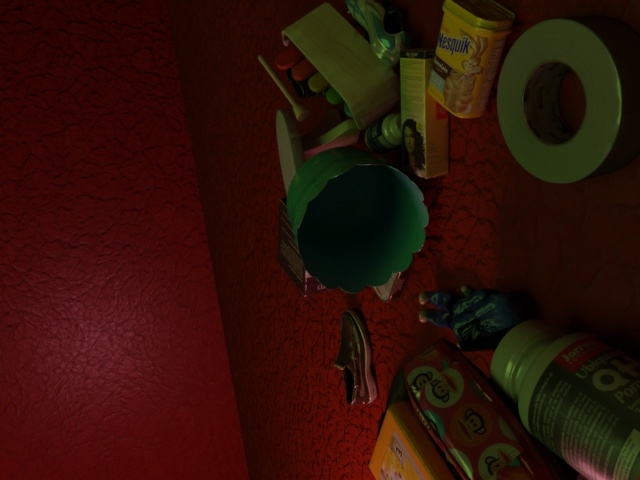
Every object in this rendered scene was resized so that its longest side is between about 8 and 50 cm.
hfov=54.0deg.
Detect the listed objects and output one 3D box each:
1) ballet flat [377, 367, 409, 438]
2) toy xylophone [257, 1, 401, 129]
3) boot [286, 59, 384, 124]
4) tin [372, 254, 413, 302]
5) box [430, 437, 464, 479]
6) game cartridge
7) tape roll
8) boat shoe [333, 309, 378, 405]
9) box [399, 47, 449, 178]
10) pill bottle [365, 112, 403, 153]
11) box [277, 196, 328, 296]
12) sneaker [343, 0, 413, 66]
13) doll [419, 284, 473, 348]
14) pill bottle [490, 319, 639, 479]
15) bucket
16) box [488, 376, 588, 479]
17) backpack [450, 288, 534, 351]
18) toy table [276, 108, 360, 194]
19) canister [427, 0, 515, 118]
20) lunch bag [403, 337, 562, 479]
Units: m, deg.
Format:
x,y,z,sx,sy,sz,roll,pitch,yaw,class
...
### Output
x,y,z,sx,sy,sz,roll,pitch,yaw,class
0.191,0.408,1.540,0.084,0.058,0.249,-75,-2,-55,ballet flat
0.012,-0.361,1.304,0.322,0.236,0.081,62,179,26,toy xylophone
0.025,-0.325,1.379,0.246,0.161,0.083,59,151,35,boot
0.160,0.064,1.445,0.189,0.040,0.106,102,150,-45,tin
0.289,0.505,1.335,0.180,0.078,0.147,-27,77,66,box
0.218,0.557,1.360,0.285,0.053,0.323,98,151,-42,game cartridge
0.343,-0.191,0.859,0.219,0.072,0.219,43,141,51,tape roll
0.083,0.317,1.670,0.095,0.095,0.257,-13,90,66,boat shoe
0.195,-0.239,1.177,0.087,0.058,0.232,30,129,59,box
0.145,-0.221,1.284,0.120,0.067,0.067,-17,87,66,pill bottle
0.000,0.000,1.596,0.167,0.169,0.203,47,143,47,box
0.116,-0.442,1.237,0.086,0.085,0.237,-46,53,32,sneaker
0.270,0.150,1.229,0.189,0.046,0.129,8,100,58,doll
0.387,0.234,0.853,0.318,0.176,0.176,35,134,56,pill bottle
0.065,-0.053,1.288,0.183,0.281,0.281,-118,25,-61,bucket
0.371,0.369,1.115,0.220,0.051,0.175,47,142,48,box
0.294,0.131,1.080,0.120,0.098,0.101,-34,69,38,backpack
-0.003,-0.190,1.474,0.252,0.161,0.274,124,136,-72,toy table
0.240,-0.302,1.028,0.126,0.073,0.169,55,150,41,canister
0.269,0.318,1.023,0.258,0.120,0.293,45,-171,-51,lunch bag
